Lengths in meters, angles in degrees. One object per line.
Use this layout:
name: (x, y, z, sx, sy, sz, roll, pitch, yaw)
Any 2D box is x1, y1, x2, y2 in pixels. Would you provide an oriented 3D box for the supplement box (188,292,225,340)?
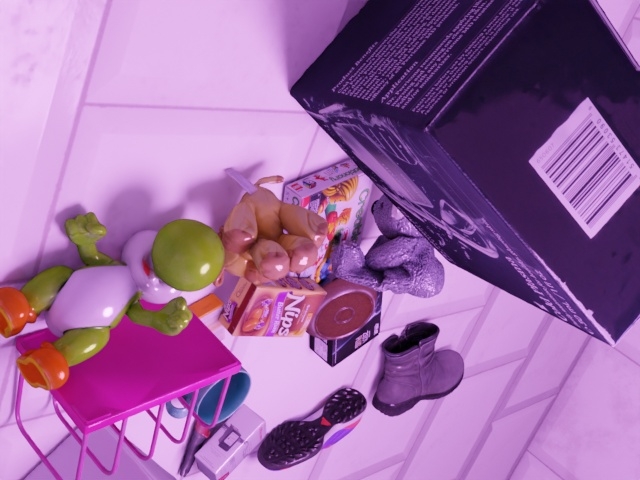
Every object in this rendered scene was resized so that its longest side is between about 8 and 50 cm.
supplement box: (-0.209, 0.152, 1.689, 0.062, 0.036, 0.098, -29, 142, -32)

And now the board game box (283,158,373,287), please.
board game box: (0.000, 0.000, 1.787, 0.193, 0.053, 0.305, -25, 139, -37)

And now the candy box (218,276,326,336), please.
candy box: (-0.086, 0.121, 1.713, 0.187, 0.053, 0.109, 6, 118, -48)

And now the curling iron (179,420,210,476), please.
curling iron: (-0.229, 0.379, 1.890, 0.068, 0.035, 0.274, -1, 122, -51)

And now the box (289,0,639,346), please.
box: (0.276, -0.148, 1.441, 0.297, 0.472, 0.480, -48, 117, -4)

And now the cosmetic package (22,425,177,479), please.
cosmetic package: (-0.354, 0.588, 1.666, 0.329, 0.327, 0.393, -44, 148, -13)

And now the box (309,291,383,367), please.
box: (0.055, 0.161, 1.993, 0.147, 0.077, 0.180, -32, 143, -30)

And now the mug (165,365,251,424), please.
mug: (-0.217, 0.266, 1.736, 0.129, 0.097, 0.158, -56, 147, 8)

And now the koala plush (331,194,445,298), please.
koala plush: (0.162, -0.018, 1.778, 0.196, 0.203, 0.221, -7, 112, -58)

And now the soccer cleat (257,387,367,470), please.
soccer cleat: (-0.018, 0.465, 2.182, 0.318, 0.108, 0.116, -28, 145, -37)

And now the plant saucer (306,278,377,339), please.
plant saucer: (0.043, 0.143, 1.858, 0.168, 0.029, 0.168, -17, 136, -17)

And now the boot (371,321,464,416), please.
boot: (0.278, 0.304, 2.391, 0.338, 0.118, 0.222, -23, 133, -44)

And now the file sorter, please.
file sorter: (-0.317, 0.243, 1.496, 0.291, 0.202, 0.182, -17, 137, -42)

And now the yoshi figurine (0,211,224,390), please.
yoshi figurine: (-0.286, 0.061, 1.366, 0.362, 0.203, 0.203, -32, 136, -34)

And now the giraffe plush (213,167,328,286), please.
giraffe plush: (-0.112, 0.007, 1.555, 0.181, 0.210, 0.170, -19, 152, -39)

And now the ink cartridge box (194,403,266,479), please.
ink cartridge box: (-0.186, 0.426, 1.934, 0.150, 0.063, 0.109, -45, 162, -23)
